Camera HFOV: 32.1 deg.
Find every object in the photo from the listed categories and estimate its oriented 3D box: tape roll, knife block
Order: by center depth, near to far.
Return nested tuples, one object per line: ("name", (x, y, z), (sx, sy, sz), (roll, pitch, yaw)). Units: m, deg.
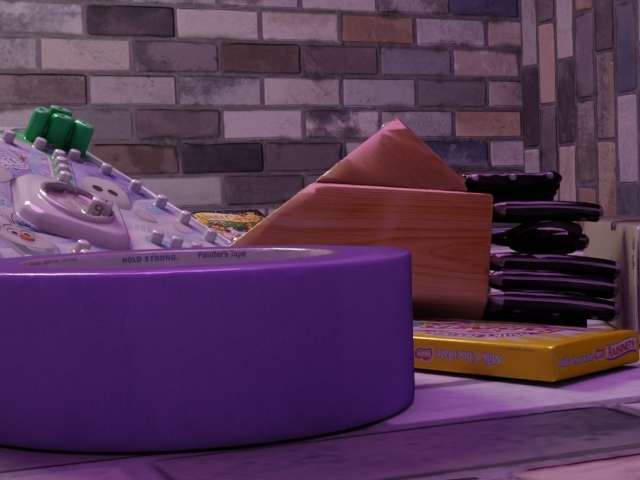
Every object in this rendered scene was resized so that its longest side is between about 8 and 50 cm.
("tape roll", (-0.082, 0.053, 0.664), (0.274, 0.090, 0.275), (-3, 3, 0))
("knife block", (0.090, 0.034, 0.904), (0.275, 0.242, 0.088), (-38, -20, -13))

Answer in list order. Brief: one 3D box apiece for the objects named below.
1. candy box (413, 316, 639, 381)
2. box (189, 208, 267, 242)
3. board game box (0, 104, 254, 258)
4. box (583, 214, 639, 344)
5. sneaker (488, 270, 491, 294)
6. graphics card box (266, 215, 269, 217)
("candy box", (0.105, 0.073, 0.781), (0.205, 0.027, 0.105), (0, 5, 44))
("box", (-0.140, 0.014, 1.471), (0.233, 0.044, 0.159), (-4, 30, -39))
("board game box", (-0.252, -0.041, 1.152), (0.390, 0.050, 0.390), (31, 16, 18))
("box", (0.300, 0.026, 0.958), (0.113, 0.094, 0.275), (-1, 3, 4))
("sneaker", (0.032, 0.040, 1.017), (0.236, 0.095, 0.104), (3, -5, -1))
("graphics card box", (0.000, 0.000, 1.942), (0.232, 0.094, 0.371), (0, 4, 30))
